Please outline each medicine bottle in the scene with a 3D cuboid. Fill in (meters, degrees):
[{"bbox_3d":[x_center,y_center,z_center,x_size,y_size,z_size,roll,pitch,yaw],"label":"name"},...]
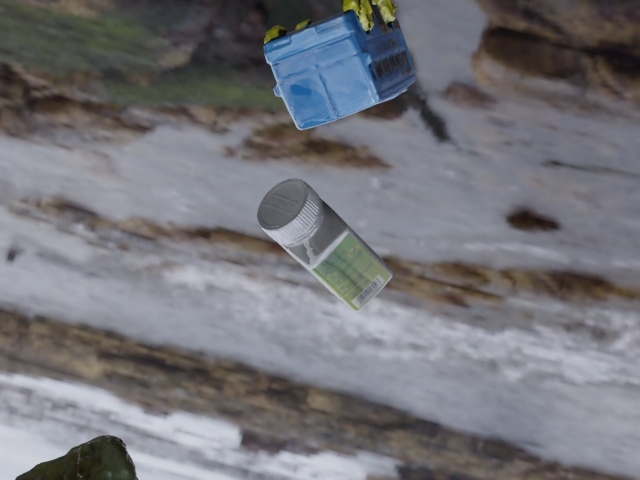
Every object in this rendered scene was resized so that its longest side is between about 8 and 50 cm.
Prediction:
[{"bbox_3d":[0.000,0.000,1.896,0.188,0.088,0.132,44,180,-39],"label":"medicine bottle"}]

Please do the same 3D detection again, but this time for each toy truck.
[{"bbox_3d":[0.038,-0.268,1.994,0.161,0.162,0.385,-19,-174,15],"label":"toy truck"}]

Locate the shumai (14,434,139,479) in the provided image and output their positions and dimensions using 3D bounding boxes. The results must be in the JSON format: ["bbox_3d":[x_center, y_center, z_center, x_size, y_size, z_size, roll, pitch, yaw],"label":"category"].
[{"bbox_3d":[-0.424,0.472,1.949,0.323,0.397,0.324,2,-149,-20],"label":"shumai"}]
